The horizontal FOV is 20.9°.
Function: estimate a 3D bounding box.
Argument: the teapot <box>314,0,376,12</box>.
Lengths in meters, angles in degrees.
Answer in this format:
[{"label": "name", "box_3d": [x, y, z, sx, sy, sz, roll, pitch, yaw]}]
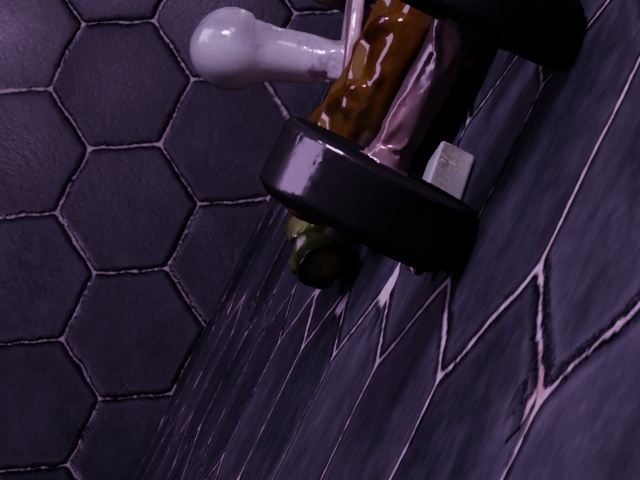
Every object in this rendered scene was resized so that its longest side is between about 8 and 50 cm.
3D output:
[{"label": "teapot", "box_3d": [0.091, -0.466, 2.229, 0.376, 0.305, 0.362, 0, -67, -64]}]

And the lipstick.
[{"label": "lipstick", "box_3d": [0.084, -0.018, 1.303, 0.030, 0.030, 0.129, -57, 8, 47]}]

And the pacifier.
[{"label": "pacifier", "box_3d": [0.008, -0.203, 1.974, 0.220, 0.273, 0.332, -46, 9, 9]}]

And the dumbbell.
[{"label": "dumbbell", "box_3d": [0.069, -0.102, 1.202, 0.218, 0.152, 0.152, -63, 5, 6]}]

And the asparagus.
[{"label": "asparagus", "box_3d": [0.000, 0.000, 1.806, 0.080, 0.080, 0.287, -62, 11, 13]}]

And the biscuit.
[{"label": "biscuit", "box_3d": [0.079, -0.159, 1.599, 0.268, 0.115, 0.366, -85, 21, -75]}]
